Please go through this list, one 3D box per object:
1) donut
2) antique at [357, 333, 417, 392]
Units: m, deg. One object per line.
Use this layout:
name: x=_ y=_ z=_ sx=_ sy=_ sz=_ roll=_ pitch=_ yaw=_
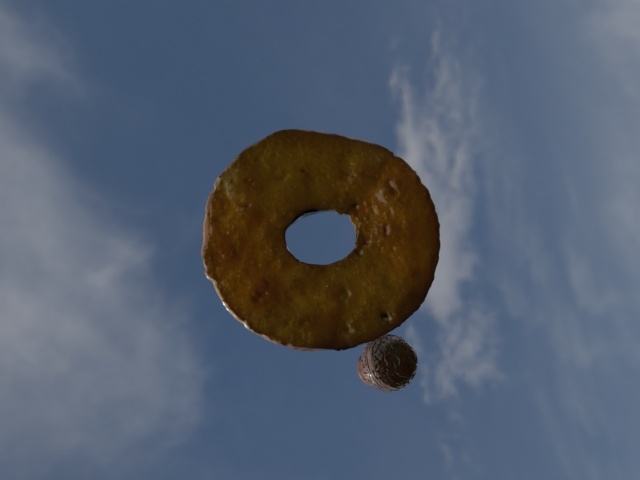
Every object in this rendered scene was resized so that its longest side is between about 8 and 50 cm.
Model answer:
donut: x=0.000 y=0.000 z=1.539 sx=0.110 sy=0.303 sz=0.302 roll=123 pitch=145 yaw=-87
antique: x=0.115 y=0.205 z=2.000 sx=0.104 sy=0.104 sz=0.104 roll=7 pitch=-99 yaw=-52
